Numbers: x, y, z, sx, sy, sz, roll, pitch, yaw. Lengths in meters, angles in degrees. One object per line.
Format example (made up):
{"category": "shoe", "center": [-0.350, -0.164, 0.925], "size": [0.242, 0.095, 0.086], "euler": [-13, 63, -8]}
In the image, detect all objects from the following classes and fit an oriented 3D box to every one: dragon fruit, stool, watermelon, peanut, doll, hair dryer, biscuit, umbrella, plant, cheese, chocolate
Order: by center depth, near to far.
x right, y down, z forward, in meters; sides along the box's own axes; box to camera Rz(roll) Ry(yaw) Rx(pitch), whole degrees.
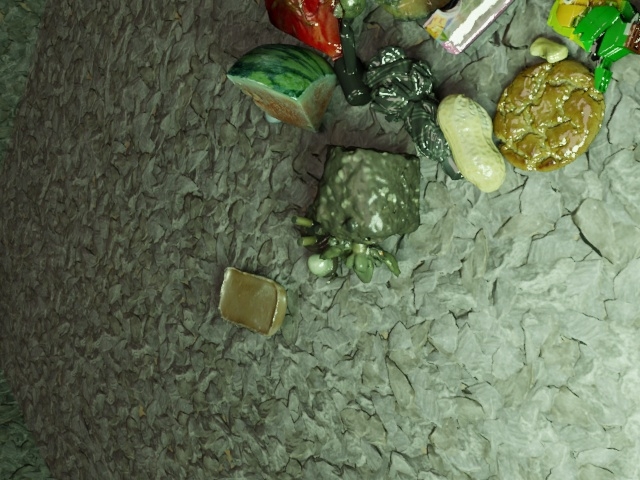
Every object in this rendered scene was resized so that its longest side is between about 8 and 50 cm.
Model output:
{"category": "doll", "center": [0.492, -0.377, 1.086], "size": [0.134, 0.106, 0.186], "euler": [-51, 58, 35]}
{"category": "cheese", "center": [0.437, -0.365, 1.169], "size": [0.044, 0.030, 0.083], "euler": [-29, 38, -4]}
{"category": "biscuit", "center": [0.435, -0.242, 1.179], "size": [0.226, 0.042, 0.225], "euler": [1, 91, 42]}
{"category": "peanut", "center": [0.308, -0.198, 1.230], "size": [0.090, 0.099, 0.214], "euler": [-25, 85, 63]}
{"category": "umbrella", "center": [0.203, -0.269, 1.326], "size": [0.154, 0.128, 0.336], "euler": [-24, 77, 16]}
{"category": "plant", "center": [0.099, -0.055, 1.363], "size": [0.215, 0.213, 0.312], "euler": [19, 103, 38]}
{"category": "hair dryer", "center": [0.075, -0.412, 1.392], "size": [0.071, 0.248, 0.114], "euler": [-19, 73, -1]}
{"category": "dragon fruit", "center": [-0.065, -0.597, 1.511], "size": [0.343, 0.100, 0.282], "euler": [43, 150, 39]}
{"category": "stool", "center": [0.000, 0.000, 1.516], "size": [0.125, 0.121, 0.217], "euler": [4, 87, 40]}
{"category": "watermelon", "center": [-0.100, -0.380, 1.542], "size": [0.213, 0.262, 0.201], "euler": [24, 126, 22]}
{"category": "chocolate", "center": [-0.179, 0.171, 1.695], "size": [0.261, 0.083, 0.160], "euler": [16, 91, 44]}

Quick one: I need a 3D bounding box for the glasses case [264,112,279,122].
{"category": "glasses case", "center": [-0.126, -0.414, 1.678], "size": [0.067, 0.045, 0.178], "euler": [-7, 84, 39]}

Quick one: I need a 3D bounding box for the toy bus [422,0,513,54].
{"category": "toy bus", "center": [0.338, -0.509, 1.227], "size": [0.112, 0.090, 0.274], "euler": [48, 125, 2]}

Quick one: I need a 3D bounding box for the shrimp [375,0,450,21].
{"category": "shrimp", "center": [0.170, -0.674, 1.405], "size": [0.445, 0.085, 0.272], "euler": [38, 119, 31]}

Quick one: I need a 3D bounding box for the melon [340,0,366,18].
{"category": "melon", "center": [0.058, -0.599, 1.482], "size": [0.098, 0.098, 0.130], "euler": [-52, 58, 29]}
